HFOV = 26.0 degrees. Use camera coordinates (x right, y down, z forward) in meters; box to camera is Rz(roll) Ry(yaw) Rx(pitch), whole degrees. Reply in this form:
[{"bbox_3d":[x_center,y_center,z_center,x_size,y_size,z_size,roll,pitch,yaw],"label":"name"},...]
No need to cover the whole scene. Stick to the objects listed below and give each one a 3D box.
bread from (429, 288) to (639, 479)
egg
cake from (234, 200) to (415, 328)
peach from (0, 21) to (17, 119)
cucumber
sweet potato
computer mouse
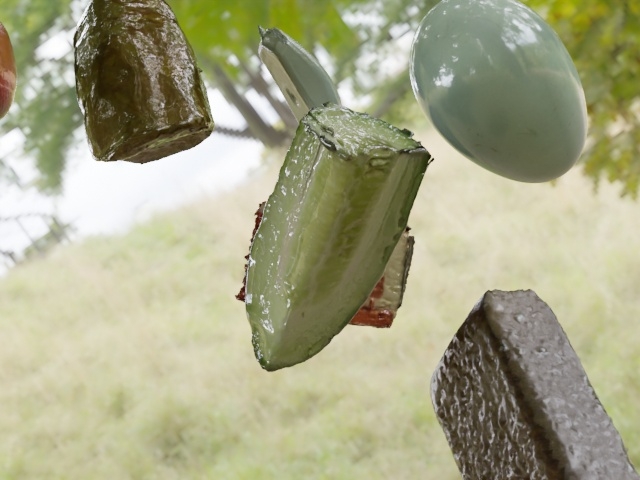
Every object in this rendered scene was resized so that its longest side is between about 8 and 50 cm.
[{"bbox_3d":[0.235,0.252,1.377,0.113,0.416,0.165,4,-45,-29],"label":"bread"},{"bbox_3d":[0.218,-0.180,1.660,0.183,0.264,0.183,-37,20,16],"label":"egg"},{"bbox_3d":[-0.025,0.020,1.911,0.262,0.158,0.160,13,1,-34],"label":"cake"},{"bbox_3d":[-0.618,-0.276,2.178,0.275,0.245,0.248,17,-74,-51],"label":"peach"},{"bbox_3d":[0.001,-0.001,1.541,0.145,0.105,0.325,-6,-48,-33],"label":"cucumber"},{"bbox_3d":[-0.225,-0.213,1.667,0.158,0.369,0.157,-12,-42,-11],"label":"sweet potato"},{"bbox_3d":[-0.020,-0.200,1.737,0.056,0.181,0.089,-38,17,-19],"label":"computer mouse"}]
